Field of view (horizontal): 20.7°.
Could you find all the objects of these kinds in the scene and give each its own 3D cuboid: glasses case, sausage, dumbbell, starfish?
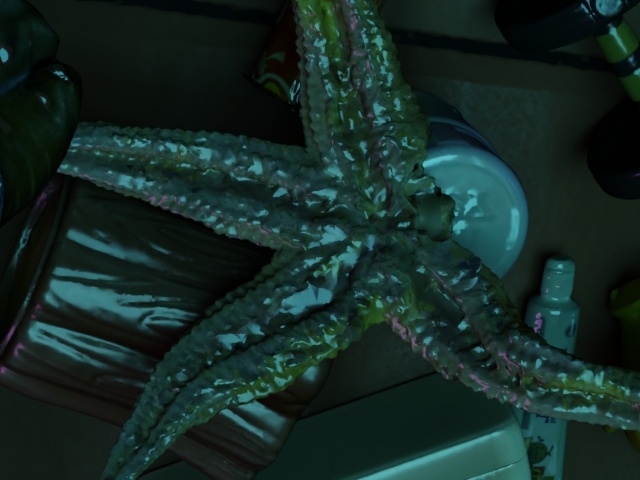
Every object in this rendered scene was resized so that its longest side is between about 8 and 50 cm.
[{"bbox_3d":[0.006,0.198,1.415,0.313,0.131,0.070,-19,112,-7],"label":"glasses case"},{"bbox_3d":[0.030,-0.220,1.310,0.083,0.083,0.264,21,101,-19],"label":"sausage"},{"bbox_3d":[0.236,-0.140,1.346,0.143,0.143,0.325,-36,112,1],"label":"dumbbell"},{"bbox_3d":[-0.001,-0.003,1.168,0.384,0.132,0.398,-19,93,-3],"label":"starfish"}]

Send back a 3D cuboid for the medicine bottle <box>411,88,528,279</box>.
[{"bbox_3d":[0.076,-0.036,1.330,0.135,0.168,0.135,-4,109,-12],"label":"medicine bottle"}]

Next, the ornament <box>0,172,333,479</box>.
[{"bbox_3d":[-0.118,0.049,1.306,0.217,0.235,0.221,22,76,-16],"label":"ornament"}]

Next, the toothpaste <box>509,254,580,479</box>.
[{"bbox_3d":[0.187,0.132,1.489,0.067,0.037,0.255,1,112,-14],"label":"toothpaste"}]

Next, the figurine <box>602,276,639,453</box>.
[{"bbox_3d":[0.385,0.136,1.471,0.327,0.218,0.169,34,139,-28],"label":"figurine"}]

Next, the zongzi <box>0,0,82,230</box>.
[{"bbox_3d":[-0.268,0.018,1.171,0.208,0.403,0.432,-41,125,-35],"label":"zongzi"}]
